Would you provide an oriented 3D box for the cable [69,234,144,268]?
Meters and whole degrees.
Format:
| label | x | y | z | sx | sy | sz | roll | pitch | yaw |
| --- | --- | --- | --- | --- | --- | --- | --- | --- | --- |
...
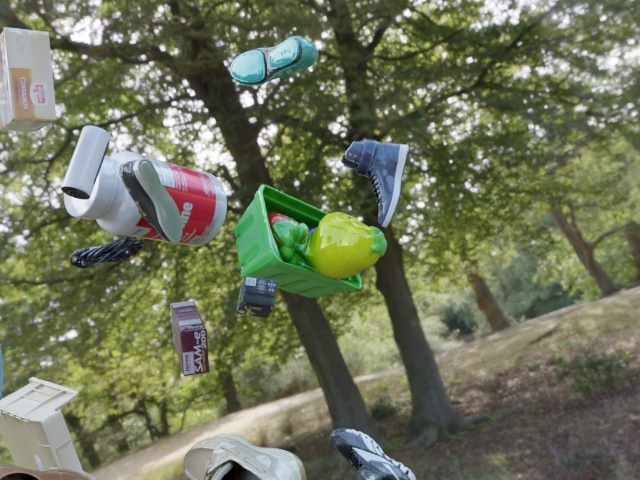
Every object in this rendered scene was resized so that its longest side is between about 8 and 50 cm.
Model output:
| label | x | y | z | sx | sy | sz | roll | pitch | yaw |
| --- | --- | --- | --- | --- | --- | --- | --- | --- | --- |
| cable | -0.506 | 0.022 | 1.440 | 0.151 | 0.047 | 0.184 | -23 | -7 | 14 |

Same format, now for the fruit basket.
| label | x | y | z | sx | sy | sz | roll | pitch | yaw |
| --- | --- | --- | --- | --- | --- | --- | --- | --- | --- |
| fruit basket | 0.000 | 0.000 | 1.603 | 0.392 | 0.282 | 0.392 | -10 | -30 | -6 |

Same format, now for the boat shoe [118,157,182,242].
| label | x | y | z | sx | sy | sz | roll | pitch | yaw |
| --- | --- | --- | --- | --- | --- | --- | --- | --- | --- |
| boat shoe | -0.404 | -0.091 | 1.418 | 0.069 | 0.227 | 0.081 | -8 | 32 | 20 |

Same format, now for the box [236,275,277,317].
| label | x | y | z | sx | sy | sz | roll | pitch | yaw |
| --- | --- | --- | --- | --- | --- | --- | --- | --- | --- |
| box | -0.119 | 0.106 | 1.096 | 0.062 | 0.052 | 0.083 | 10 | -25 | -10 |

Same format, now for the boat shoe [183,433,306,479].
| label | x | y | z | sx | sy | sz | roll | pitch | yaw |
| --- | --- | --- | --- | --- | --- | --- | --- | --- | --- |
| boat shoe | -0.166 | 0.426 | 1.084 | 0.302 | 0.109 | 0.098 | -7 | -4 | 40 |

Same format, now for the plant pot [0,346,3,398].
| label | x | y | z | sx | sy | sz | roll | pitch | yaw |
| --- | --- | --- | --- | --- | --- | --- | --- | --- | --- |
| plant pot | -0.706 | 0.224 | 1.018 | 0.247 | 0.252 | 0.248 | -37 | -4 | -4 |

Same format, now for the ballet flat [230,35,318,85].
| label | x | y | z | sx | sy | sz | roll | pitch | yaw |
| --- | --- | --- | --- | --- | --- | --- | --- | --- | --- |
| ballet flat | -0.099 | -0.397 | 1.335 | 0.247 | 0.083 | 0.087 | -1 | 2 | 45 |

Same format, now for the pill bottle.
| label | x | y | z | sx | sy | sz | roll | pitch | yaw |
| --- | --- | --- | --- | --- | --- | --- | --- | --- | --- |
| pill bottle | -0.484 | -0.118 | 1.663 | 0.229 | 0.229 | 0.408 | -28 | -24 | 33 |

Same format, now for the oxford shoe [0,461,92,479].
| label | x | y | z | sx | sy | sz | roll | pitch | yaw |
| --- | --- | --- | --- | --- | --- | --- | --- | --- | --- |
| oxford shoe | -0.511 | 0.465 | 1.101 | 0.076 | 0.076 | 0.212 | -10 | -29 | 45 |

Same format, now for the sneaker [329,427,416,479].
| label | x | y | z | sx | sy | sz | roll | pitch | yaw |
| --- | --- | --- | --- | --- | --- | --- | --- | --- | --- |
| sneaker | 0.115 | 0.536 | 1.400 | 0.078 | 0.234 | 0.106 | -61 | -11 | 25 |

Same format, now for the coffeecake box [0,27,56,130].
| label | x | y | z | sx | sy | sz | roll | pitch | yaw |
| --- | --- | --- | --- | --- | --- | --- | --- | --- | --- |
| coffeecake box | -0.510 | -0.266 | 1.008 | 0.068 | 0.142 | 0.185 | -6 | 6 | -35 |

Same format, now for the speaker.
| label | x | y | z | sx | sy | sz | roll | pitch | yaw |
| --- | --- | --- | --- | --- | --- | --- | --- | --- | --- |
| speaker | -0.444 | -0.147 | 1.122 | 0.055 | 0.136 | 0.055 | 8 | -23 | 4 |

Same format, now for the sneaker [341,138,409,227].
| label | x | y | z | sx | sy | sz | roll | pitch | yaw |
| --- | --- | --- | --- | --- | --- | --- | --- | --- | --- |
| sneaker | 0.125 | -0.151 | 1.495 | 0.163 | 0.226 | 0.086 | 12 | -16 | -3 |

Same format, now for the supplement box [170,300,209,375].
| label | x | y | z | sx | sy | sz | roll | pitch | yaw |
| --- | --- | --- | --- | --- | --- | --- | --- | --- | --- |
| supplement box | -0.365 | 0.265 | 1.641 | 0.073 | 0.130 | 0.239 | -6 | 14 | -18 |

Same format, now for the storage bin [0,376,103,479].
| label | x | y | z | sx | sy | sz | roll | pitch | yaw |
| --- | --- | --- | --- | --- | --- | --- | --- | --- | --- |
| storage bin | -0.643 | 0.489 | 1.418 | 0.260 | 0.262 | 0.123 | -1 | 18 | 40 |
